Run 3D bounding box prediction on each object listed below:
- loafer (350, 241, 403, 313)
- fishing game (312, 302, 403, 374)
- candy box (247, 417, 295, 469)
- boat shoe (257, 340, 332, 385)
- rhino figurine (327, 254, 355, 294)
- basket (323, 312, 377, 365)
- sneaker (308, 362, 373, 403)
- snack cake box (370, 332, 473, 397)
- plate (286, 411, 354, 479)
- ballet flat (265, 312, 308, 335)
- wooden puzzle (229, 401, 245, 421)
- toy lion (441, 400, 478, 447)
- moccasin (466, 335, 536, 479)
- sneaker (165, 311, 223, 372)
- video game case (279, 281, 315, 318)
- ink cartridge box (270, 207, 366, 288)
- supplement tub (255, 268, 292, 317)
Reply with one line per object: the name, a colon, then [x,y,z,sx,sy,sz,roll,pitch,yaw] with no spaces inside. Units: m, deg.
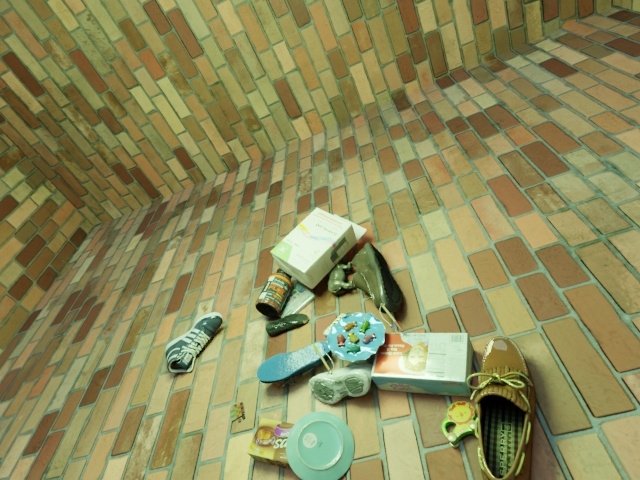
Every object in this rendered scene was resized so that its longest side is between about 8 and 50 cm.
loafer: [0.194,0.152,1.479,0.130,0.134,0.366,-40,23,16]
fishing game: [0.106,0.282,1.233,0.264,0.041,0.189,-26,34,-6]
candy box: [-0.108,0.590,1.175,0.186,0.053,0.109,-6,40,32]
boat shoe: [-0.080,0.423,1.345,0.258,0.089,0.109,-18,49,8]
rhino figurine: [0.078,0.123,1.624,0.106,0.073,0.243,-17,35,12]
basket: [0.113,0.321,1.313,0.167,0.113,0.103,12,48,43]
sneaker: [0.070,0.429,1.244,0.232,0.090,0.115,-19,2,34]
snack cake box: [0.293,0.351,1.164,0.264,0.089,0.152,-7,42,30]
plate: [-0.001,0.557,1.104,0.188,0.024,0.188,-1,47,1]
ballet flat: [-0.126,0.320,1.552,0.173,0.049,0.057,-17,32,6]
wooden puzzle: [-0.278,0.573,1.357,0.049,0.006,0.083,-30,34,-2]
toy lion: [0.354,0.461,1.035,0.100,0.034,0.096,-29,27,0]
moccasin: [0.428,0.390,0.966,0.139,0.147,0.380,-2,43,34]
sneaker: [-0.503,0.418,1.632,0.282,0.099,0.153,-37,30,0]
video game case: [-0.116,0.247,1.650,0.157,0.019,0.143,-40,35,-14]
ink cartridge box: [0.000,0.000,1.637,0.207,0.119,0.353,27,62,37]
supplement tub: [-0.181,0.204,1.640,0.106,0.106,0.198,-7,41,29]
